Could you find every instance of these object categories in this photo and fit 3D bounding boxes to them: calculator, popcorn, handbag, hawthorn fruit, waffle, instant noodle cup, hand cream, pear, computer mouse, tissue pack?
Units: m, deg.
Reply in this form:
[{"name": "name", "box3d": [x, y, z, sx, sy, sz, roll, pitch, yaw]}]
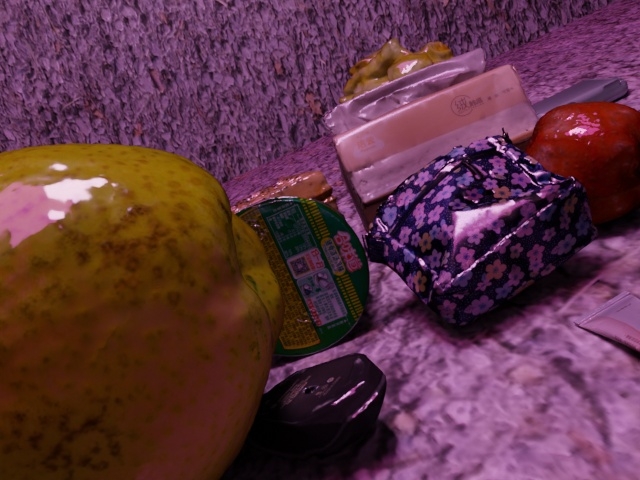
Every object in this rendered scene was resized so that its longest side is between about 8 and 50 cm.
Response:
[{"name": "calculator", "box3d": [0.523, -0.288, 1.394, 0.246, 0.045, 0.141, -26, 15, -6]}, {"name": "popcorn", "box3d": [0.183, -0.303, 1.491, 0.312, 0.312, 0.312, -22, 15, 6]}, {"name": "handbag", "box3d": [0.174, -0.016, 0.771, 0.229, 0.126, 0.208, -38, 34, -1]}, {"name": "hawthorn fruit", "box3d": [0.343, -0.091, 0.803, 0.157, 0.157, 0.194, -31, 24, -24]}, {"name": "waffle", "box3d": [-0.125, -0.030, 1.316, 0.261, 0.114, 0.376, -30, 9, -10]}, {"name": "instant noodle cup", "box3d": [-0.033, 0.026, 0.919, 0.207, 0.207, 0.232, -22, 9, 9]}, {"name": "hand cream", "box3d": [0.280, 0.082, 0.534, 0.052, 0.038, 0.216, 0, 8, -5]}, {"name": "pear", "box3d": [-0.210, 0.087, 0.597, 0.391, 0.391, 0.391, -22, 15, 6]}, {"name": "computer mouse", "box3d": [-0.003, 0.163, 0.626, 0.192, 0.062, 0.106, -24, 12, 48]}, {"name": "tissue pack", "box3d": [0.176, -0.173, 1.097, 0.306, 0.238, 0.238, -23, 15, 2]}]
